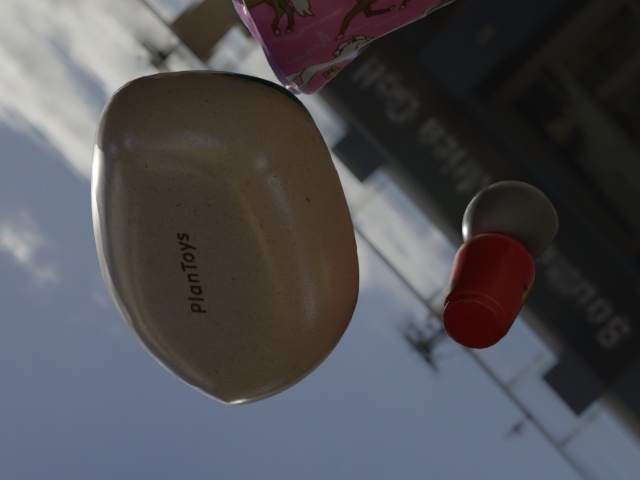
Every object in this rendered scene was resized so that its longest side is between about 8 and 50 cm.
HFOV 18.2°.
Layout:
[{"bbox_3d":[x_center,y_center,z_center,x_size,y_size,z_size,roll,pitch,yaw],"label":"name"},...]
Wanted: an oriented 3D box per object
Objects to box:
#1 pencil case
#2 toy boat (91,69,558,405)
[{"bbox_3d":[0.115,-0.247,1.402,0.160,0.386,0.167,55,-165,-39],"label":"pencil case"},{"bbox_3d":[0.000,0.000,1.390,0.148,0.318,0.267,-63,-24,-51],"label":"toy boat"}]
